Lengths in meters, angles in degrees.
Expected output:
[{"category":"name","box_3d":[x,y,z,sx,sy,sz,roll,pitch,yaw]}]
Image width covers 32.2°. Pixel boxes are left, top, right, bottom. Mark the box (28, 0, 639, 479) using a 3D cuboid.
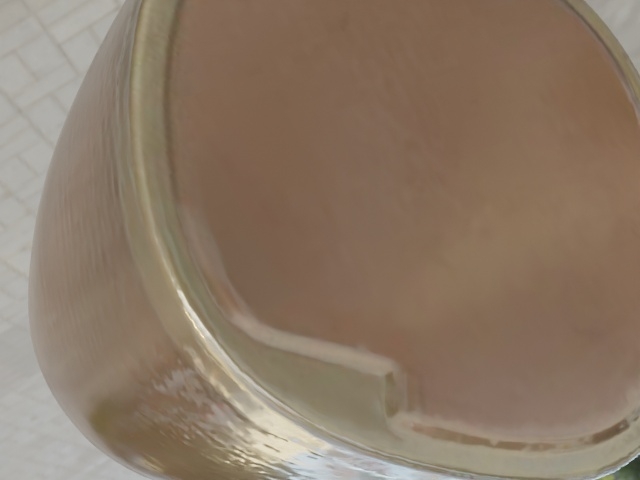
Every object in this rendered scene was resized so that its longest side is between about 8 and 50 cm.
[{"category":"box","box_3d":[0.000,0.000,0.546,0.301,0.301,0.216,-21,173,-40]}]
